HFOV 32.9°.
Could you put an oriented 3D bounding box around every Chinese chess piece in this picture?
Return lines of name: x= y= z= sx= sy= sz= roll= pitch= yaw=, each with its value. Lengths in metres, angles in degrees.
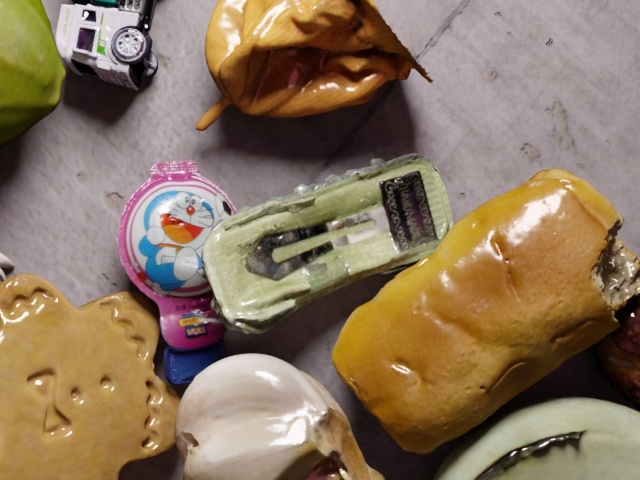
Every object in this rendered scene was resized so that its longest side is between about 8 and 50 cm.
Chinese chess piece: x=0.279 y=0.349 z=1.198 sx=0.349 sy=0.146 sz=0.349 roll=0 pitch=97 yaw=0

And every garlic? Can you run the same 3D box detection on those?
garlic: x=-0.051 y=0.245 z=1.160 sx=0.203 sy=0.185 sz=0.281 roll=-28 pitch=116 yaw=10

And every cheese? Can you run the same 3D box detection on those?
cheese: x=-0.145 y=0.033 z=1.185 sx=0.155 sy=0.062 sz=0.244 roll=-4 pitch=86 yaw=-30

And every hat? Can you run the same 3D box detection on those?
hat: x=-0.043 y=-0.193 z=1.188 sx=0.233 sy=0.233 sz=0.244 roll=-41 pitch=127 yaw=6

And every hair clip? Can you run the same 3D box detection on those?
hair clip: x=0.000 y=0.000 z=1.205 sx=0.321 sy=0.091 sz=0.138 roll=-19 pitch=92 yaw=-33

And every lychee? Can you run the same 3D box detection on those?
lychee: x=0.415 y=0.112 z=1.262 sx=0.188 sy=0.188 sz=0.188 roll=0 pitch=88 yaw=-13

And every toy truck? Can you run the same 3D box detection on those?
toy truck: x=-0.224 y=-0.279 z=1.172 sx=0.116 sy=0.110 sz=0.216 roll=10 pitch=86 yaw=1

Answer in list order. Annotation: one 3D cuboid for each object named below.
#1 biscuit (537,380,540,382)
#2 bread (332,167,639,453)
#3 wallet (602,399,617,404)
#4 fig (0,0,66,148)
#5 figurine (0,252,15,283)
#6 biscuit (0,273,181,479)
biscuit: x=0.221 y=0.109 z=1.296 sx=0.071 sy=0.018 sz=0.147 roll=-32 pitch=94 yaw=-11
bread: x=0.185 y=0.076 z=1.185 sx=0.344 sy=0.149 sz=0.195 roll=-39 pitch=91 yaw=5
wallet: x=0.367 y=0.302 z=1.302 sx=0.141 sy=0.059 sz=0.202 roll=-44 pitch=95 yaw=-4
fig: x=-0.395 y=-0.200 z=1.045 sx=0.316 sy=0.316 sz=0.316 roll=0 pitch=88 yaw=-13
figurine: x=-0.388 y=-0.002 z=1.125 sx=0.146 sy=0.098 sz=0.081 roll=23 pitch=71 yaw=-9
biscuit: x=-0.299 y=0.174 z=1.092 sx=0.355 sy=0.052 sz=0.275 roll=-13 pitch=89 yaw=-39
